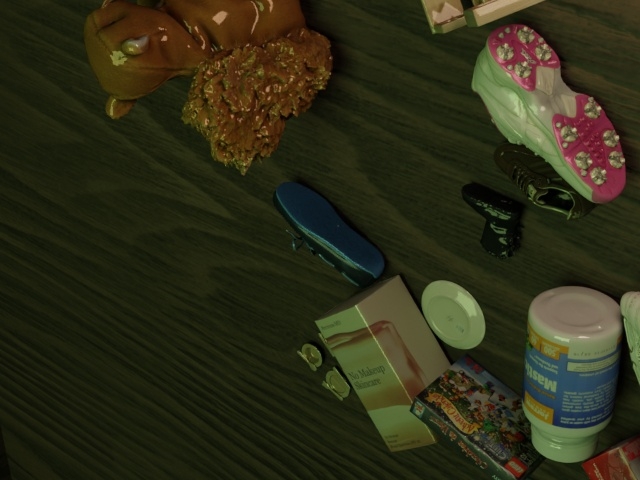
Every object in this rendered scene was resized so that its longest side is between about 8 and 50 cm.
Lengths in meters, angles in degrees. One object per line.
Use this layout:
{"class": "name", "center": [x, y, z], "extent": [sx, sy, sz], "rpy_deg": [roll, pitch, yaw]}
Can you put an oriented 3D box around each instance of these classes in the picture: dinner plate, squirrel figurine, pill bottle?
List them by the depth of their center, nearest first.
{"class": "pill bottle", "center": [0.406, 0.224, 1.863], "extent": [0.152, 0.152, 0.272], "rpy_deg": [22, 129, 35]}
{"class": "squirrel figurine", "center": [-0.194, -0.318, 1.946], "extent": [0.397, 0.370, 0.281], "rpy_deg": [50, 140, 9]}
{"class": "dinner plate", "center": [0.238, 0.139, 2.086], "extent": [0.141, 0.017, 0.141], "rpy_deg": [25, 132, 31]}

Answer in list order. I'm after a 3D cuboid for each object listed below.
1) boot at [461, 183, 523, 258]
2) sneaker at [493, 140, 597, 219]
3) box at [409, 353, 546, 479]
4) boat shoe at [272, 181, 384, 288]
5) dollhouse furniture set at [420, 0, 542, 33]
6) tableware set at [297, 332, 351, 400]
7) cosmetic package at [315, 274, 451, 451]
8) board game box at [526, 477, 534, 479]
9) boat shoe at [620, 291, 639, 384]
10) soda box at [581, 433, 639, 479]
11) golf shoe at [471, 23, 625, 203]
{"class": "boot", "center": [0.283, -0.031, 1.910], "extent": [0.121, 0.045, 0.099], "rpy_deg": [29, 136, 29]}
{"class": "sneaker", "center": [0.340, -0.095, 1.784], "extent": [0.188, 0.071, 0.066], "rpy_deg": [31, 134, 28]}
{"class": "box", "center": [0.297, 0.322, 2.033], "extent": [0.233, 0.159, 0.044], "rpy_deg": [38, 137, 21]}
{"class": "boat shoe", "center": [0.000, 0.000, 2.168], "extent": [0.258, 0.109, 0.089], "rpy_deg": [46, 143, 16]}
{"class": "dollhouse furniture set", "center": [0.226, -0.383, 1.657], "extent": [0.151, 0.144, 0.123], "rpy_deg": [-131, 19, -76]}
{"class": "tableware set", "center": [0.027, 0.252, 2.370], "extent": [0.141, 0.020, 0.169], "rpy_deg": [50, 140, 9]}
{"class": "cosmetic package", "center": [0.140, 0.234, 2.158], "extent": [0.153, 0.129, 0.296], "rpy_deg": [-28, 93, 54]}
{"class": "board game box", "center": [0.388, 0.486, 2.157], "extent": [0.090, 0.020, 0.090], "rpy_deg": [19, 127, 39]}
{"class": "boat shoe", "center": [0.533, 0.195, 1.773], "extent": [0.096, 0.098, 0.277], "rpy_deg": [29, 143, 63]}
{"class": "soda box", "center": [0.545, 0.459, 1.884], "extent": [0.092, 0.083, 0.263], "rpy_deg": [-40, 72, 44]}
{"class": "golf shoe", "center": [0.339, -0.176, 1.720], "extent": [0.306, 0.115, 0.140], "rpy_deg": [57, 151, 10]}
